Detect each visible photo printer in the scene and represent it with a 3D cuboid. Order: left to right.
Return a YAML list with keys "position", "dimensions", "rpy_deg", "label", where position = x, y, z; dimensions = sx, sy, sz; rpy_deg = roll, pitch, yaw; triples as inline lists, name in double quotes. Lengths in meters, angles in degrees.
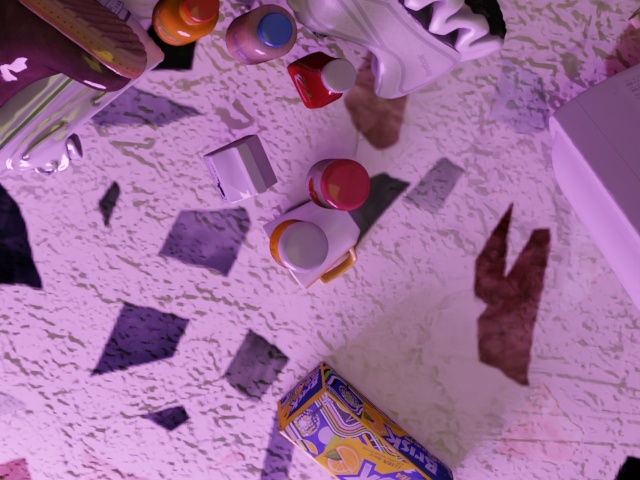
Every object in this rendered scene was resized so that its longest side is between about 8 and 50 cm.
- position: [0.303, -0.057, 0.974]
  dimensions: [0.256, 0.307, 0.107]
  rpy_deg: [-21, 115, 3]
  label: "photo printer"

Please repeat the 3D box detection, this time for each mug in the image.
- position: [-0.002, -0.003, 1.129]
  dimensions: [0.064, 0.078, 0.062]
  rpy_deg: [-35, 79, 3]
  label: "mug"

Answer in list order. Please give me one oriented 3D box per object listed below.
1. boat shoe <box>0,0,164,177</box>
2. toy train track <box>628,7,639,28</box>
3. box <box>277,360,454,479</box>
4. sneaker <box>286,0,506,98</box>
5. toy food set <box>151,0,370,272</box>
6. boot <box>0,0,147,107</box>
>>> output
- position: [-0.212, -0.083, 1.057]
  dimensions: [0.226, 0.083, 0.076]
  rpy_deg: [-43, 109, 14]
  label: "boat shoe"
- position: [0.272, -0.194, 1.072]
  dimensions: [0.048, 0.014, 0.083]
  rpy_deg: [41, 107, -19]
  label: "toy train track"
- position: [0.043, 0.184, 1.210]
  dimensions: [0.059, 0.054, 0.169]
  rpy_deg: [-43, 110, 15]
  label: "box"
- position: [0.005, -0.215, 0.999]
  dimensions: [0.118, 0.110, 0.292]
  rpy_deg: [-34, 116, 25]
  label: "sneaker"
- position: [-0.030, -0.089, 1.026]
  dimensions: [0.111, 0.104, 0.232]
  rpy_deg: [-25, 99, -12]
  label: "toy food set"
- position: [-0.248, -0.098, 0.991]
  dimensions: [0.248, 0.090, 0.207]
  rpy_deg: [30, 101, 27]
  label: "boot"
